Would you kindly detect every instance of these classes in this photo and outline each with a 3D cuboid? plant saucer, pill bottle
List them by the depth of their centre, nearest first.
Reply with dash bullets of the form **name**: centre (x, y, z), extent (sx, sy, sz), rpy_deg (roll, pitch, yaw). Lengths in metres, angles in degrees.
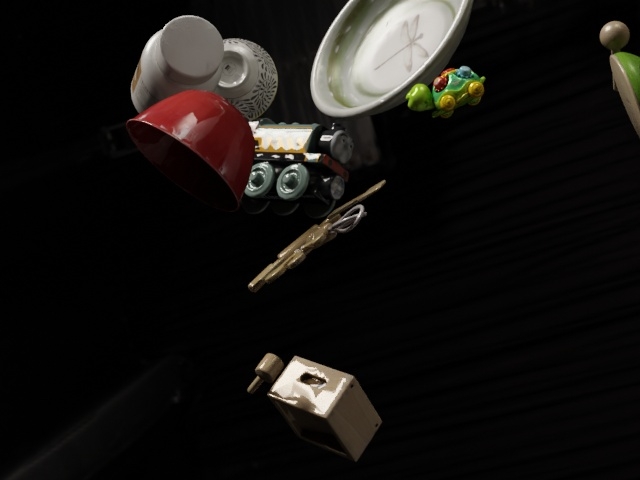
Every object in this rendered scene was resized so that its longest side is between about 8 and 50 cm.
- **pill bottle**: centre (-0.232, -0.276, 1.611), extent (0.229, 0.131, 0.131), rpy_deg (149, 108, -69)
- **plant saucer**: centre (0.155, -0.383, 1.913), extent (0.100, 0.400, 0.400), rpy_deg (37, -143, -34)

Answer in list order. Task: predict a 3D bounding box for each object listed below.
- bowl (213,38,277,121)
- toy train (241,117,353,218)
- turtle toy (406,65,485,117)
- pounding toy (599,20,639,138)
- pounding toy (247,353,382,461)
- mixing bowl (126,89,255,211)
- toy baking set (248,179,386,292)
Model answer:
- **bowl**: centre (-0.166, -0.306, 1.828), extent (0.080, 0.170, 0.170), rpy_deg (79, 178, -82)
- **toy train**: centre (-0.081, -0.156, 2.014), extent (0.142, 0.334, 0.190), rpy_deg (31, -110, -48)
- **turtle toy**: centre (0.203, -0.237, 1.579), extent (0.095, 0.130, 0.066), rpy_deg (29, -143, -85)
- **pounding toy**: centre (0.596, -0.284, 1.764), extent (0.237, 0.110, 0.183), rpy_deg (-99, -18, -44)
- **pounding toy**: centre (-0.025, 0.231, 1.555), extent (0.094, 0.181, 0.206), rpy_deg (-53, -46, -25)
- **mixing bowl**: centre (-0.153, -0.131, 1.295), extent (0.098, 0.181, 0.181), rpy_deg (-54, -41, -18)
- **toy baking set**: centre (-0.002, 0.001, 1.525), extent (0.030, 0.256, 0.197), rpy_deg (51, 170, -8)
